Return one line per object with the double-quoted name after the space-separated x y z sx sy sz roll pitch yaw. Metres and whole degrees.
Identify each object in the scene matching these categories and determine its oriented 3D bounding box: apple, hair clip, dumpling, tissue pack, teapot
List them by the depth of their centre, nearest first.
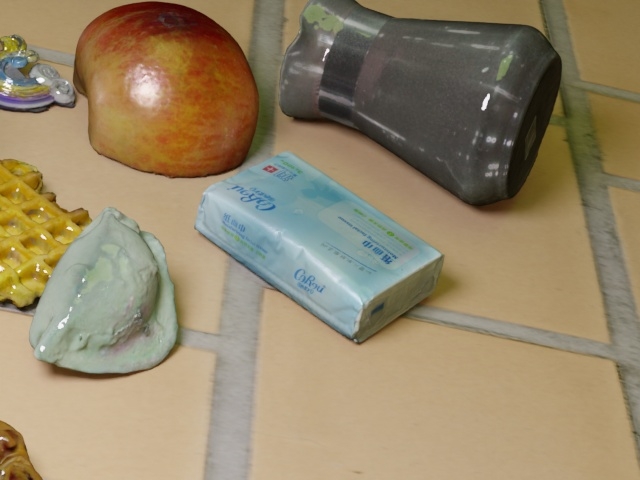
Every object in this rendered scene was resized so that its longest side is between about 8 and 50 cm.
-0.228 0.067 1.739 0.149 0.105 0.217 25 53 7 "dumpling"
0.000 0.000 1.960 0.263 0.089 0.177 34 39 25 "tissue pack"
-0.197 -0.229 2.139 0.251 0.163 0.293 0 39 -21 "apple"
-0.418 -0.220 2.141 0.172 0.049 0.116 39 52 17 "hair clip"
0.144 -0.209 2.214 0.344 0.253 0.300 22 0 16 "teapot"

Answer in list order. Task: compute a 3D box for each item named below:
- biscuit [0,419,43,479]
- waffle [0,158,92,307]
-0.423 0.207 1.489 0.334 0.081 0.289 27 34 17 "biscuit"
-0.374 -0.018 1.858 0.291 0.051 0.291 11 37 -9 "waffle"
